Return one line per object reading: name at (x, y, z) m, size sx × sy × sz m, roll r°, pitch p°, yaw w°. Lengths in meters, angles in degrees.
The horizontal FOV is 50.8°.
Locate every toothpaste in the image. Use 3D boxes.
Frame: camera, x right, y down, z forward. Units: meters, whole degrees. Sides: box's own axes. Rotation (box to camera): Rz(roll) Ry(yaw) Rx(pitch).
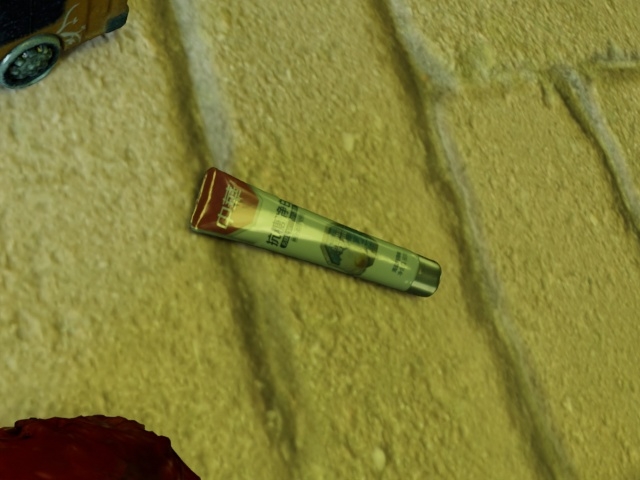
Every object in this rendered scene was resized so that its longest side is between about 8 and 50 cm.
toothpaste at (0.000, 0.000, 0.621) m, size 0.239 × 0.039 × 0.062 m, roll 20°, pitch 72°, yaw -15°

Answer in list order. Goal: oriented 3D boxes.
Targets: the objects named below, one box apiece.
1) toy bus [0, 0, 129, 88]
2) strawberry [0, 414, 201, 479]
toy bus at (-0.294, -0.188, 0.464) m, size 0.323 × 0.194 × 0.162 m, roll -39°, pitch 89°, yaw -29°
strawberry at (-0.185, 0.231, 0.364) m, size 0.221 × 0.274 × 0.273 m, roll -3°, pitch 69°, yaw 14°
